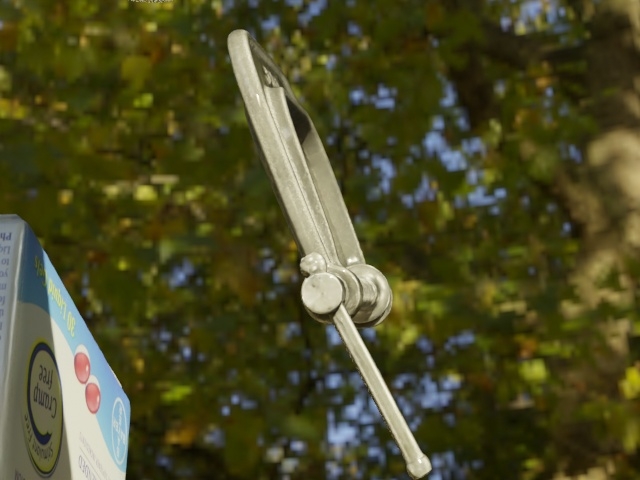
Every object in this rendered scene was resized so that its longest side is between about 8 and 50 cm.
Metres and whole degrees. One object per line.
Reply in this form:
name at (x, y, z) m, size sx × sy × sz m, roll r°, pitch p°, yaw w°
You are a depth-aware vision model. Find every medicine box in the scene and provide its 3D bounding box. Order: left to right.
medicine box at (-0.212, 0.173, 0.984) m, size 0.149 × 0.289 × 0.263 m, roll -3°, pitch -28°, yaw 6°

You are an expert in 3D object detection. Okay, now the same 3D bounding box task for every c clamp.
c clamp at (0.000, 0.000, 0.553) m, size 0.022 × 0.137 × 0.160 m, roll -24°, pitch 1°, yaw 5°

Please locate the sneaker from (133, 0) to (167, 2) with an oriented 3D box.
sneaker at (-0.151, -0.233, 0.634) m, size 0.130 × 0.323 × 0.236 m, roll -45°, pitch -45°, yaw 9°
